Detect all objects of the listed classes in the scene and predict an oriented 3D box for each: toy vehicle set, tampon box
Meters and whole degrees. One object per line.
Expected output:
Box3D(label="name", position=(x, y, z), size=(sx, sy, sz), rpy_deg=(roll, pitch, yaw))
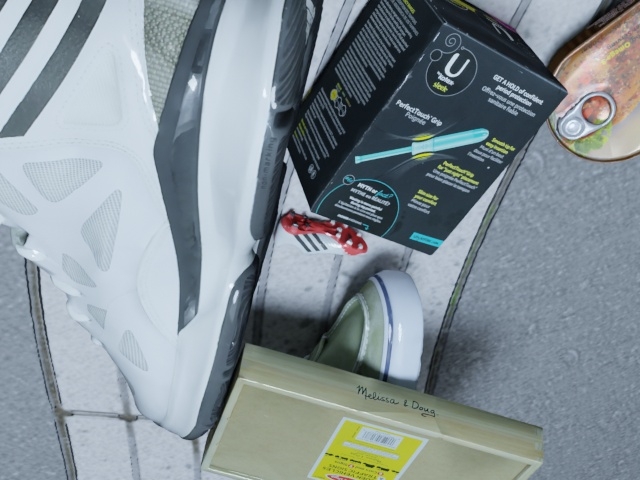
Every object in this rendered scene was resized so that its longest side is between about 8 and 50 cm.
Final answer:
Box3D(label="toy vehicle set", position=(0.039, 0.184, 0.797), size=(0.266, 0.035, 0.166), rpy_deg=(17, 137, -8))
Box3D(label="tampon box", position=(0.069, -0.092, 0.657), size=(0.120, 0.101, 0.161), rpy_deg=(20, 121, -31))

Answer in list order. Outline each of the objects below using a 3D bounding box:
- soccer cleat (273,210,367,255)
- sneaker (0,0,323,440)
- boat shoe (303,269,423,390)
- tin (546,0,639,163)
Box3D(label="soccer cleat", position=(0.000, 0.000, 0.767), size=(0.083, 0.029, 0.036), rpy_deg=(14, 133, -24))
Box3D(label="sneaker", position=(-0.161, -0.027, 0.633), size=(0.257, 0.169, 0.448), rpy_deg=(15, 139, -2))
Box3D(label="boat shoe", position=(0.015, 0.148, 0.849), size=(0.094, 0.109, 0.302), rpy_deg=(3, 132, -17))
Box3D(label="tin", position=(0.260, -0.138, 0.698), size=(0.189, 0.040, 0.106), rpy_deg=(-36, 105, 19))
